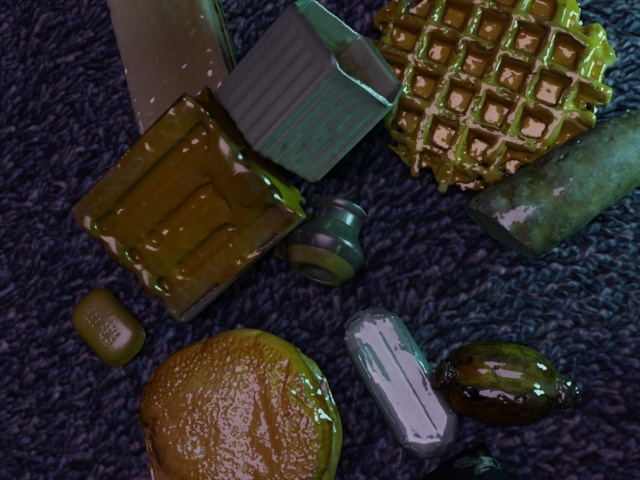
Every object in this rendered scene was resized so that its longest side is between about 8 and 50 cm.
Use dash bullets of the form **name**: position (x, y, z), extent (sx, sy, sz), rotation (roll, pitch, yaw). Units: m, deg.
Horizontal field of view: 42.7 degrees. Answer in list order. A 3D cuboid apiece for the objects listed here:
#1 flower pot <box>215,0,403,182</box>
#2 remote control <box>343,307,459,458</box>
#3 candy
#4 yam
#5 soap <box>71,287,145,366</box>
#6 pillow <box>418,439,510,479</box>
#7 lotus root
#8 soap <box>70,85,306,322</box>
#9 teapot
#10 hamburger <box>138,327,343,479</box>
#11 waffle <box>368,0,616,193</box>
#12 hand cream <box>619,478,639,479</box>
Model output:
- **flower pot**: position (-0.014, -0.230, 1.248), extent (0.189, 0.239, 0.209), rotation (-42, 40, 24)
- **remote control**: position (0.121, 0.213, 1.242), extent (0.104, 0.052, 0.247), rotation (-31, 72, -1)
- **candy**: position (-0.238, -0.309, 1.388), extent (0.179, 0.135, 0.321), rotation (-18, 74, 9)
- **yam**: position (0.384, -0.089, 1.220), extent (0.330, 0.133, 0.133), rotation (-32, 73, -3)
- **soap**: position (-0.354, 0.143, 1.356), extent (0.140, 0.045, 0.089), rotation (42, 85, 17)
- **pillow**: position (0.201, 0.350, 1.122), extent (0.141, 0.208, 0.055), rotation (-30, 100, 1)
- **lotus root**: position (0.267, 0.208, 1.182), extent (0.209, 0.120, 0.120), rotation (7, 79, 11)
- **soap**: position (-0.198, -0.051, 1.270), extent (0.281, 0.143, 0.259), rotation (-40, 97, 14)
- **teapot**: position (0.000, 0.000, 1.286), extent (0.165, 0.130, 0.119), rotation (2, 60, 40)
- **hamburger**: position (-0.126, 0.286, 1.213), extent (0.314, 0.170, 0.290), rotation (-19, 72, 8)
- **waffle**: position (0.260, -0.274, 1.306), extent (0.382, 0.095, 0.380), rotation (-26, 76, 7)
- **hand cream**: position (0.427, 0.363, 1.151), extent (0.194, 0.042, 0.067), rotation (-4, 76, 6)
